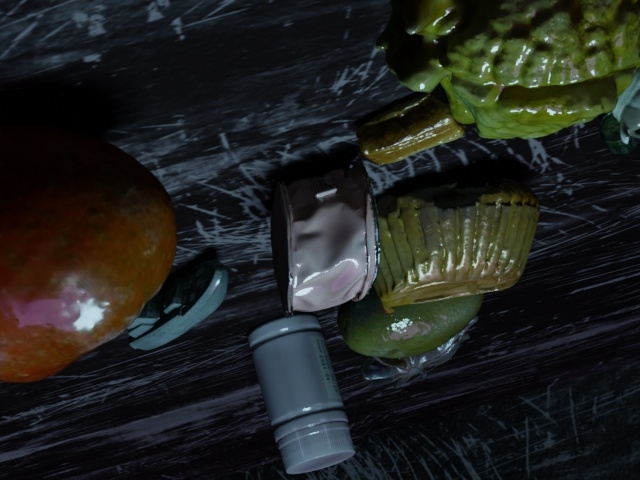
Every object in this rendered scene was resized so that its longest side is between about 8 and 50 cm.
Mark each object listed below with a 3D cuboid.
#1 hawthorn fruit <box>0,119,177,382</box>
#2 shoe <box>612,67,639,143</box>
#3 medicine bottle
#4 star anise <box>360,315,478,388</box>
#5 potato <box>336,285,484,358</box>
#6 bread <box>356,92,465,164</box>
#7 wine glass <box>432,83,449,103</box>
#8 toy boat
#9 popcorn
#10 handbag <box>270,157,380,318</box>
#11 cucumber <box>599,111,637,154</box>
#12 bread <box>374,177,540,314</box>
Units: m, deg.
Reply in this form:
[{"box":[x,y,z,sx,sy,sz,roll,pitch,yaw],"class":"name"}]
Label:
[{"box":[-0.295,0.013,1.440,0.284,0.284,0.284,-15,162,-5],"class":"hawthorn fruit"},{"box":[0.467,-0.198,1.646,0.316,0.159,0.124,-16,161,8],"class":"shoe"},{"box":[-0.033,0.261,2.403,0.133,0.249,0.133,-15,160,-5],"class":"medicine bottle"},{"box":[0.172,0.189,2.615,0.257,0.110,0.198,-18,148,-18],"class":"star anise"},{"box":[0.151,0.105,2.264,0.251,0.159,0.174,-28,-176,7],"class":"potato"},{"box":[0.108,-0.135,1.685,0.132,0.053,0.074,-23,157,21],"class":"bread"},{"box":[0.212,-0.183,1.592,0.195,0.079,0.079,-1,156,-41],"class":"wine glass"},{"box":[-0.210,0.089,2.035,0.085,0.078,0.260,22,146,-27],"class":"toy boat"},{"box":[0.182,-0.205,1.283,0.258,0.224,0.270,-17,169,27],"class":"popcorn"},{"box":[0.002,0.000,1.797,0.116,0.179,0.205,-5,154,-9],"class":"handbag"},{"box":[0.409,-0.141,1.927,0.048,0.048,0.105,-21,161,12],"class":"cucumber"},{"box":[0.187,0.004,2.011,0.274,0.149,0.274,-11,167,-3],"class":"bread"}]
